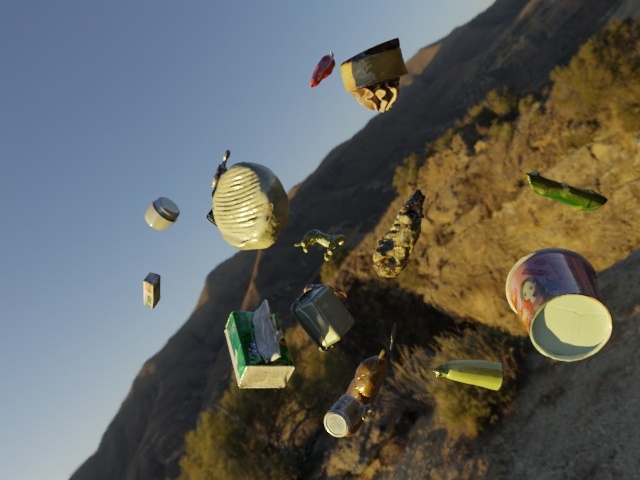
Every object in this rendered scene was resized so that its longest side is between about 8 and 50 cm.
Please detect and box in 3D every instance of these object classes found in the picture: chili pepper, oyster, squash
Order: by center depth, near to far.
[{"bbox_3d":[0.010,-0.529,1.628,0.059,0.050,0.191,-16,38,47],"label":"chili pepper"},{"bbox_3d":[0.466,0.423,1.676,0.094,0.225,0.094,-174,90,-85],"label":"squash"},{"bbox_3d":[0.289,-0.024,1.887,0.344,0.129,0.079,-66,-13,9],"label":"oyster"}]

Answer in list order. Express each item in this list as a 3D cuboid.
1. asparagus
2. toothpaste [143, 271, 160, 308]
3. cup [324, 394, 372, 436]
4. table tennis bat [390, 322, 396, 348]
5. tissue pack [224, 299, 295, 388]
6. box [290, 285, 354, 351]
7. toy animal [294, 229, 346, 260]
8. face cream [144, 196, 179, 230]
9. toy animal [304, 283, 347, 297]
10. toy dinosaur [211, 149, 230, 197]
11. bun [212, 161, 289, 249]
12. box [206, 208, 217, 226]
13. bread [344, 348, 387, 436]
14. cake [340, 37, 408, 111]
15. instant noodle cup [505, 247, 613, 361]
[{"bbox_3d":[0.865,-0.173,1.881,0.085,0.343,0.081,125,154,-59],"label":"asparagus"},{"bbox_3d":[-0.570,0.170,1.776,0.047,0.040,0.196,-62,0,-34],"label":"toothpaste"},{"bbox_3d":[0.070,0.445,1.314,0.099,0.102,0.074,-18,-64,-64],"label":"cup"},{"bbox_3d":[0.231,0.303,1.664,0.050,0.007,0.083,42,-123,-67],"label":"table tennis bat"},{"bbox_3d":[-0.169,0.289,1.486,0.156,0.148,0.209,-65,33,32],"label":"tissue pack"},{"bbox_3d":[0.013,0.216,1.500,0.093,0.172,0.124,-35,5,41],"label":"box"},{"bbox_3d":[0.000,0.000,2.155,0.073,0.182,0.136,90,-157,-48],"label":"toy animal"},{"bbox_3d":[-0.621,-0.105,2.059,0.104,0.117,0.117,-42,0,16],"label":"face cream"},{"bbox_3d":[0.017,0.212,2.087,0.255,0.114,0.116,0,-65,-51],"label":"toy animal"},{"bbox_3d":[-0.504,-0.321,2.648,0.162,0.077,0.293,127,147,-64],"label":"toy dinosaur"},{"bbox_3d":[-0.171,-0.084,1.378,0.141,0.239,0.239,-2,-42,-49],"label":"bun"},{"bbox_3d":[-0.415,-0.090,2.174,0.074,0.099,0.054,-52,27,-1],"label":"box"},{"bbox_3d":[0.126,0.450,1.578,0.124,0.084,0.343,-26,-39,-54],"label":"bread"},{"bbox_3d":[0.170,-0.467,1.533,0.208,0.178,0.185,-18,11,41],"label":"cake"},{"bbox_3d":[0.624,0.171,1.365,0.243,0.243,0.231,-52,6,24],"label":"instant noodle cup"}]
